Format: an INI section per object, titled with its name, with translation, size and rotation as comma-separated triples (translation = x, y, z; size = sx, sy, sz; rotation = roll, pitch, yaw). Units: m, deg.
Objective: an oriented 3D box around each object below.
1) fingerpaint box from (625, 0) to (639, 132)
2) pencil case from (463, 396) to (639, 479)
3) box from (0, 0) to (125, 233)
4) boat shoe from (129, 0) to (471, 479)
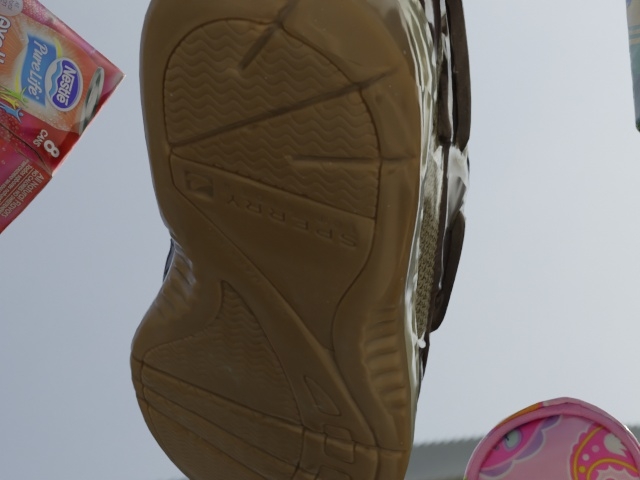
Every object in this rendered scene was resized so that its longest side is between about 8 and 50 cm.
[fingerpaint box]
translation = 0.439, -0.264, 1.168
size = 0.163, 0.371, 0.445
rotation = 38, -62, -11
[pencil case]
translation = 0.161, 0.193, 1.024
size = 0.124, 0.124, 0.284
rotation = -32, -22, -4
[box]
translation = -0.269, -0.054, 1.090
size = 0.122, 0.128, 0.257
rotation = 40, -49, -13
[boat shoe]
translation = 0.000, 0.000, 0.479
size = 0.092, 0.102, 0.285
rotation = -57, -18, -34
